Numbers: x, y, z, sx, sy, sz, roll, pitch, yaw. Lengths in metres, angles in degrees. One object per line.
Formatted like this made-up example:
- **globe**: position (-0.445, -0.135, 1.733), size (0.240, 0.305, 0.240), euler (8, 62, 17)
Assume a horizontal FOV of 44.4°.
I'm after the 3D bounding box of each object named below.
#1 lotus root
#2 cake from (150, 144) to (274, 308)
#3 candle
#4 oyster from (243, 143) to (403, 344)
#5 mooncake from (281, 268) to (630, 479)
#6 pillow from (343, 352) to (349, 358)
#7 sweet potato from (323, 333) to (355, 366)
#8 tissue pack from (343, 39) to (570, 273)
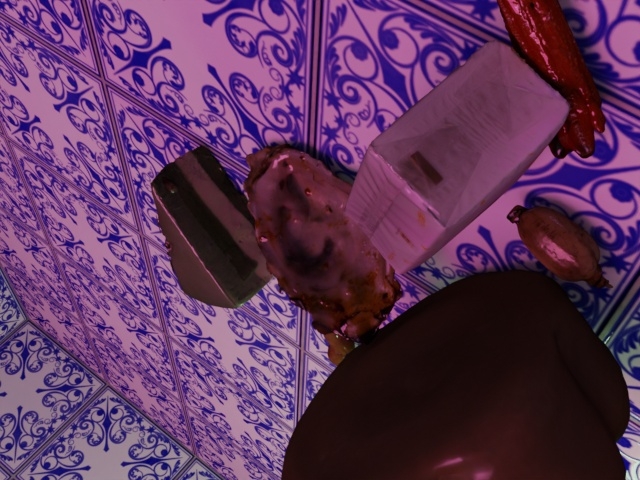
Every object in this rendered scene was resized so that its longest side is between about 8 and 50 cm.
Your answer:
- **lotus root**: position (0.293, 0.007, 0.944), size (0.152, 0.063, 0.072), euler (42, 166, 7)
- **cake**: position (-0.179, -0.016, 1.429), size (0.172, 0.158, 0.284), euler (23, 142, 32)
- **candle**: position (0.211, -0.208, 0.772), size (0.084, 0.059, 0.302), euler (5, 132, 54)
- **oyster**: position (-0.009, -0.003, 1.209), size (0.361, 0.221, 0.096), euler (34, -171, 32)
- **mooncake**: position (0.178, 0.264, 1.029), size (0.262, 0.467, 0.467), euler (50, 151, -10)
- **pillow**: position (0.206, 0.319, 1.454), size (0.274, 0.076, 0.281), euler (7, 140, 51)
- **sweet potato**: position (0.035, 0.188, 1.519), size (0.065, 0.051, 0.218), euler (29, 148, 30)
- **tissue pack**: position (0.136, -0.079, 0.843), size (0.124, 0.185, 0.225), euler (49, 168, 8)
